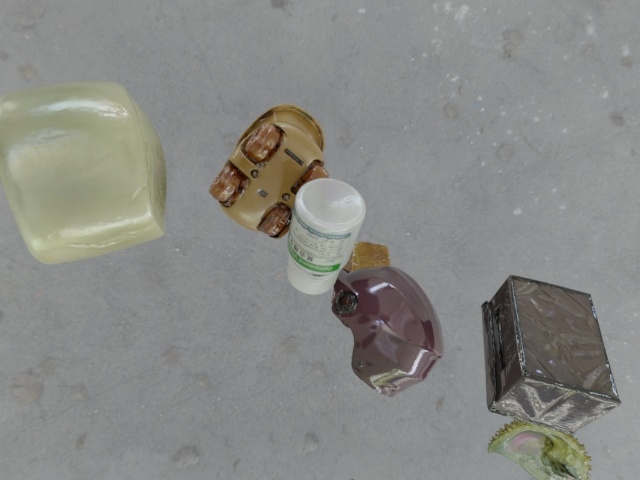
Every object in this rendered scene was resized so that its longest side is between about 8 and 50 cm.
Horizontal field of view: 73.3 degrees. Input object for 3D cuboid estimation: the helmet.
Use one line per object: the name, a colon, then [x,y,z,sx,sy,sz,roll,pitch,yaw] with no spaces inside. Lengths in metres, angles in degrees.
helmet: [0.171,0.183,1.025,0.197,0.271,0.339,-27,57,23]

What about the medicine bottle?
medicine bottle: [0.000,0.000,0.875,0.138,0.237,0.139,7,51,-8]

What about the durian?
durian: [0.671,0.628,1.272,0.306,0.172,0.166,33,60,8]

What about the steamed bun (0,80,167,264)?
steamed bun: [-0.316,-0.106,0.583,0.199,0.155,0.250,-15,79,-17]

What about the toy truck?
toy truck: [-0.110,-0.164,1.008,0.204,0.212,0.288,36,110,-22]

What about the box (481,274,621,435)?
box: [0.448,0.221,0.874,0.188,0.153,0.252,15,48,3]

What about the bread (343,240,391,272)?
bread: [0.153,0.100,1.512,0.158,0.149,0.143,3,55,-20]

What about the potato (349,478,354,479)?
potato: [0.165,0.749,1.154,0.261,0.120,0.100,35,95,-27]
